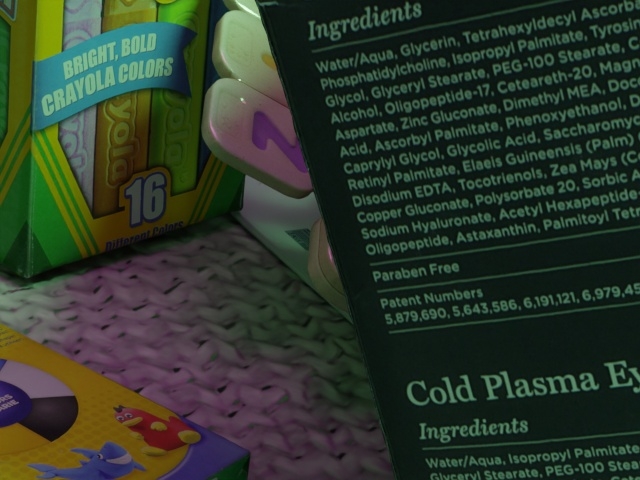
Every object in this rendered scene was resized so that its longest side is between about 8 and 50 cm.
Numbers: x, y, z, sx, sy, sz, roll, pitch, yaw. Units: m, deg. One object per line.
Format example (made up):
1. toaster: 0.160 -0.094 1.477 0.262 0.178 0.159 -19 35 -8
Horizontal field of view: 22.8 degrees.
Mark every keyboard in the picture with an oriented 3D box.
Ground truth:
1. keyboard: 0.000 0.000 0.978 0.072 0.014 0.256 -12 31 -28

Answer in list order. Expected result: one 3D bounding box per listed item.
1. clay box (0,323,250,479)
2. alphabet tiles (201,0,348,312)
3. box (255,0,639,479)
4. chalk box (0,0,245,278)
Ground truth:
1. clay box: -0.156 0.088 0.683 0.222 0.053 0.127 24 28 28
2. alphabet tiles: 0.060 -0.052 0.892 0.278 0.021 0.284 28 40 -24
3. box: 0.148 -0.030 0.677 0.179 0.312 0.343 -10 17 25
4. chalk box: -0.154 -0.156 0.924 0.180 0.289 0.179 24 30 36
